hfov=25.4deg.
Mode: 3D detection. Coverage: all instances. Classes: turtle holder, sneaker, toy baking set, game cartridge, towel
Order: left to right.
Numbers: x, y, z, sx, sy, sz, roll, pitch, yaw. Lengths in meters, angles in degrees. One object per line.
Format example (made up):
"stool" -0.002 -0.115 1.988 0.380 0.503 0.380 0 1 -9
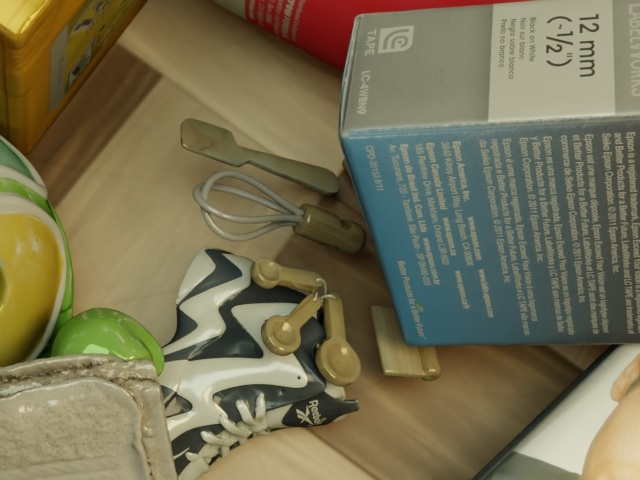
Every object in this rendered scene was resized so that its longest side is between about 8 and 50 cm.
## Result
"turtle holder" -0.288 0.033 0.992 0.243 0.227 0.320 -32 80 -13
"towel" -0.231 0.171 0.932 0.282 0.187 0.049 -9 31 -1
"game cartridge" -0.147 -0.211 1.020 0.053 0.324 0.285 36 76 -6
"sneaker" -0.055 0.131 1.047 0.153 0.094 0.235 16 64 10
"toy baking set" 0.005 0.000 1.071 0.197 0.030 0.256 -14 68 -46

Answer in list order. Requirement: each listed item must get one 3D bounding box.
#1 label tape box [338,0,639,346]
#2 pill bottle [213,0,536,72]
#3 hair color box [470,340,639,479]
"label tape box" 0.207 -0.040 0.940 0.348 0.249 0.115 -4 53 12
"pill bottle" 0.129 -0.197 1.081 0.408 0.229 0.229 28 75 5
"hair color box" 0.211 0.208 1.032 0.374 0.113 0.185 -41 80 -14
